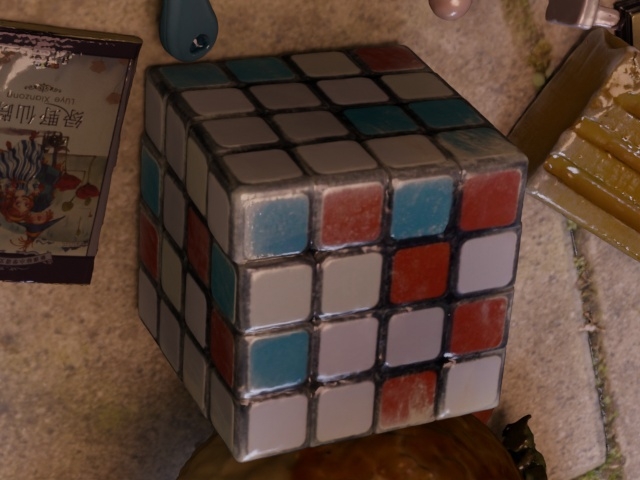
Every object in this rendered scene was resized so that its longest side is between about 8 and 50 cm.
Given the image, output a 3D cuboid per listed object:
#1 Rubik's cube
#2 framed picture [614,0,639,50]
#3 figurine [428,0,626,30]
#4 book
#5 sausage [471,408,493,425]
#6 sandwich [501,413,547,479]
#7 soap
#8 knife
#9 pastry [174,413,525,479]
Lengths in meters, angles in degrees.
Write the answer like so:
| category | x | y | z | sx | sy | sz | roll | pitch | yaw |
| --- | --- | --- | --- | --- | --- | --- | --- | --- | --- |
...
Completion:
| category | x | y | z | sx | sy | sz | roll | pitch | yaw |
| --- | --- | --- | --- | --- | --- | --- | --- | --- | --- |
| Rubik's cube | 0.001 | 0.000 | 1.396 | 0.256 | 0.259 | 0.253 | -9 | 119 | -22 |
| framed picture | 0.380 | -0.175 | 1.631 | 0.199 | 0.010 | 0.195 | -20 | 124 | -14 |
| figurine | 0.144 | -0.273 | 1.385 | 0.257 | 0.144 | 0.182 | 12 | 117 | -27 |
| book | -0.245 | -0.069 | 1.384 | 0.157 | 0.026 | 0.231 | 4 | 115 | -27 |
| sausage | 0.121 | 0.201 | 1.685 | 0.077 | 0.077 | 0.194 | 15 | 113 | -31 |
| sandwich | 0.183 | 0.349 | 1.760 | 0.292 | 0.109 | 0.212 | -46 | 141 | 0 |
| soap | 0.324 | -0.069 | 1.607 | 0.274 | 0.089 | 0.173 | 29 | 107 | -32 |
| knife | -0.106 | -0.249 | 1.316 | 0.058 | 0.032 | 0.244 | -24 | 137 | -27 |
| pastry | 0.039 | 0.299 | 1.488 | 0.388 | 0.313 | 0.388 | 6 | 82 | -48 |
